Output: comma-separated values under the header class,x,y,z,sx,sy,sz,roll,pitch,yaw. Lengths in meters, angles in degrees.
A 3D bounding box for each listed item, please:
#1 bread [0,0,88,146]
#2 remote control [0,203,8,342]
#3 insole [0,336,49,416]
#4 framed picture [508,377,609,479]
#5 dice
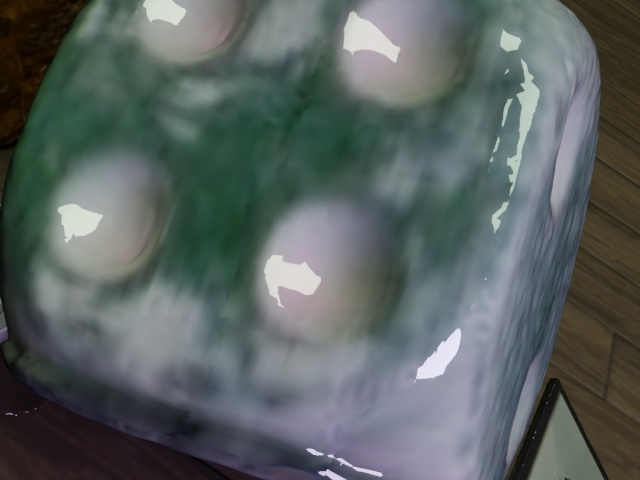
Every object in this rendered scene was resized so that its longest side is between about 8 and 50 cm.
class,x,y,z,sx,sy,sz,roll,pitch,yaw
bread,-0.349,-0.224,0.826,0.279,0.279,0.207,-19,64,-41
remote control,-0.283,0.040,0.770,0.103,0.034,0.250,48,41,7
insole,-0.246,0.016,0.857,0.111,0.007,0.327,22,41,-16
framed picture,0.217,0.305,0.753,0.323,0.013,0.244,61,36,-16
dice,0.000,0.000,0.696,0.328,0.330,0.348,14,73,21
